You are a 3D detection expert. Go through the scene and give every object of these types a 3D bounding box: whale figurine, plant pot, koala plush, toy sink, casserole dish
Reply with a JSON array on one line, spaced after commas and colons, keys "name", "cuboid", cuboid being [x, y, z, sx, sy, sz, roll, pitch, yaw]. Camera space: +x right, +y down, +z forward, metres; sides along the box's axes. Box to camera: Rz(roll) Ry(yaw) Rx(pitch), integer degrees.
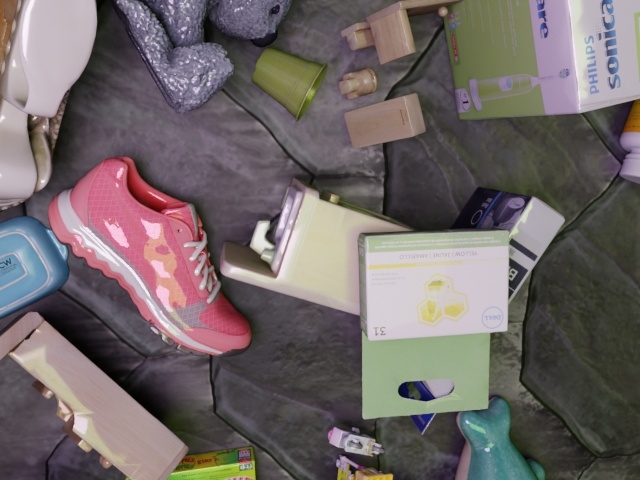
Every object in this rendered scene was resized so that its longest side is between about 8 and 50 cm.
[{"name": "whale figurine", "cuboid": [0.284, 0.386, 0.868, 0.216, 0.141, 0.272, -6, 90, -31]}, {"name": "plant pot", "cuboid": [-0.045, -0.211, 0.744, 0.079, 0.083, 0.083, 29, 95, -1]}, {"name": "koala plush", "cuboid": [-0.118, -0.283, 0.648, 0.221, 0.196, 0.203, -31, 109, -8]}, {"name": "toy sink", "cuboid": [0.000, 0.000, 0.748, 0.234, 0.153, 0.131, 17, 97, -12]}, {"name": "casserole dish", "cuboid": [-0.425, 0.046, 0.740, 0.188, 0.037, 0.114, -27, 104, -5]}]

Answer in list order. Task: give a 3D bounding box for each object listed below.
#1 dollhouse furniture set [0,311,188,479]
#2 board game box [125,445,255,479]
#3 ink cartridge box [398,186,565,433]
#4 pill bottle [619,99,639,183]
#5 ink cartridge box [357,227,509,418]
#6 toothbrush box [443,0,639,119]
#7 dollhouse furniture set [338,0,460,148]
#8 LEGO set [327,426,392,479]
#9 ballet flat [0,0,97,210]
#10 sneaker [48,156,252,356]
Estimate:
[{"name": "dollhouse furniture set", "cuboid": [-0.392, 0.311, 0.643, 0.256, 0.362, 0.394, 49, 62, -16]}, {"name": "board game box", "cuboid": [-0.186, 0.368, 0.839, 0.181, 0.043, 0.092, -4, 101, -10]}, {"name": "ink cartridge box", "cuboid": [0.183, 0.084, 0.789, 0.065, 0.165, 0.333, 31, 93, -14]}, {"name": "pill bottle", "cuboid": [0.514, -0.186, 0.822, 0.117, 0.117, 0.215, 17, 97, -13]}, {"name": "ink cartridge box", "cuboid": [0.133, 0.105, 0.676, 0.171, 0.056, 0.235, -2, 96, -6]}, {"name": "toothbrush box", "cuboid": [0.260, -0.259, 0.678, 0.122, 0.283, 0.206, -14, 102, -7]}, {"name": "dollhouse furniture set", "cuboid": [0.111, -0.218, 0.746, 0.123, 0.144, 0.151, -25, 105, -35]}, {"name": "LEGO set", "cuboid": [0.008, 0.413, 0.819, 0.132, 0.107, 0.287, 33, 74, -28]}, {"name": "ballet flat", "cuboid": [-0.312, -0.160, 0.562, 0.182, 0.164, 0.483, 48, 121, 26]}, {"name": "sneaker", "cuboid": [-0.187, 0.024, 0.724, 0.136, 0.116, 0.314, -43, 105, 13]}]
